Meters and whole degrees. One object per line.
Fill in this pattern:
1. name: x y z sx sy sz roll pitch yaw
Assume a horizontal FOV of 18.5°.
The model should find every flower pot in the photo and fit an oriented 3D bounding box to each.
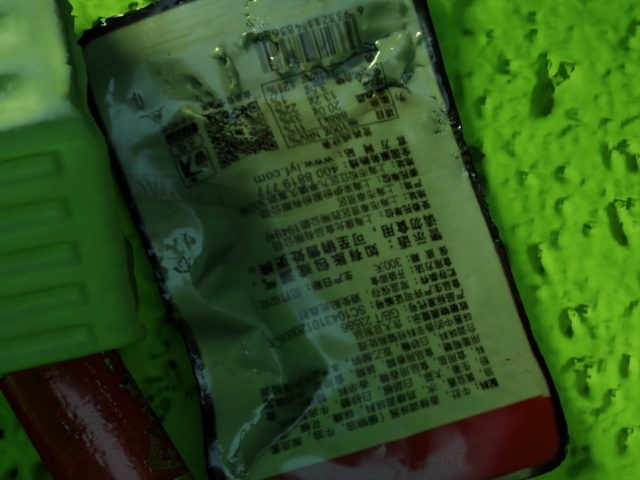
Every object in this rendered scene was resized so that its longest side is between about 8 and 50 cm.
1. flower pot: -0.177 -0.059 0.716 0.189 0.209 0.239 -11 82 -6

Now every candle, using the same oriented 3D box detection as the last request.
1. candle: -0.091 0.075 0.786 0.052 0.052 0.131 -30 82 -12

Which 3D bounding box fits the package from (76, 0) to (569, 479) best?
1. package: 0.000 0.000 0.820 0.154 0.030 0.239 -16 78 -9
